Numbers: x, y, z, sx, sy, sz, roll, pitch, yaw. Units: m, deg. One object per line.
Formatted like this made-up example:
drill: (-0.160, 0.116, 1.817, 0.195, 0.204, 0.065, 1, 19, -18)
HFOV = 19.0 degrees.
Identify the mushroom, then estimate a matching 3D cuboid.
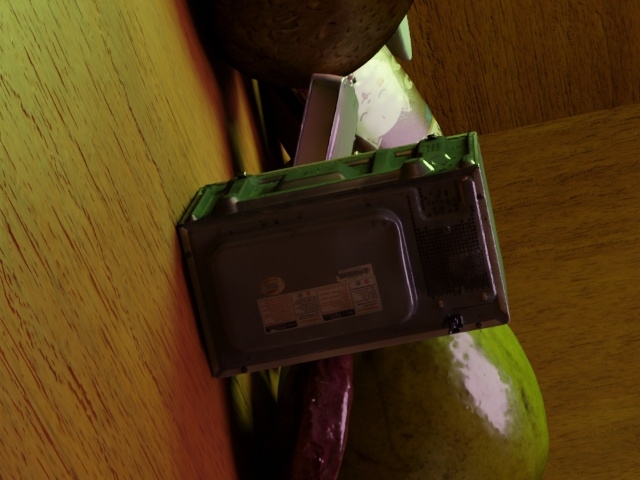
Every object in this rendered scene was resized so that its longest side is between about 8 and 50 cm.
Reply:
mushroom: (-0.002, -0.310, 1.856, 0.345, 0.239, 0.345, 12, 75, -54)

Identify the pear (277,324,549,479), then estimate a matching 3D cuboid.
pear: (0.088, 0.160, 1.785, 0.253, 0.252, 0.307, -94, 169, -48)

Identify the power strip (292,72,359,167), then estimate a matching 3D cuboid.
power strip: (-0.008, -0.027, 1.856, 0.109, 0.037, 0.279, 50, 51, -75)

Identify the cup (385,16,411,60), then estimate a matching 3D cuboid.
cup: (0.004, -0.383, 2.439, 0.347, 0.163, 0.347, -12, 90, -83)

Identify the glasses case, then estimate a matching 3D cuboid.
glasses case: (0.022, -0.173, 2.078, 0.321, 0.082, 0.122, 51, 52, -18)

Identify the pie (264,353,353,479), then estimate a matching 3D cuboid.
pie: (-0.009, 0.165, 1.600, 0.182, 0.049, 0.182, -168, -90, -81)

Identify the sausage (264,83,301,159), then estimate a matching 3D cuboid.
sausage: (-0.006, -0.195, 2.194, 0.133, 0.133, 0.258, 30, 48, -82)

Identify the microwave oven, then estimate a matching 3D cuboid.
microwave oven: (0.022, 0.006, 1.549, 0.194, 0.240, 0.145, -66, 145, -79)

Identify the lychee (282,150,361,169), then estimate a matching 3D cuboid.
lychee: (0.004, -0.043, 2.028, 0.129, 0.123, 0.123, 111, -21, -48)

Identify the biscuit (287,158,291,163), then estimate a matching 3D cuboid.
biscuit: (0.000, 0.000, 2.270, 0.226, 0.042, 0.226, -11, 90, -83)
